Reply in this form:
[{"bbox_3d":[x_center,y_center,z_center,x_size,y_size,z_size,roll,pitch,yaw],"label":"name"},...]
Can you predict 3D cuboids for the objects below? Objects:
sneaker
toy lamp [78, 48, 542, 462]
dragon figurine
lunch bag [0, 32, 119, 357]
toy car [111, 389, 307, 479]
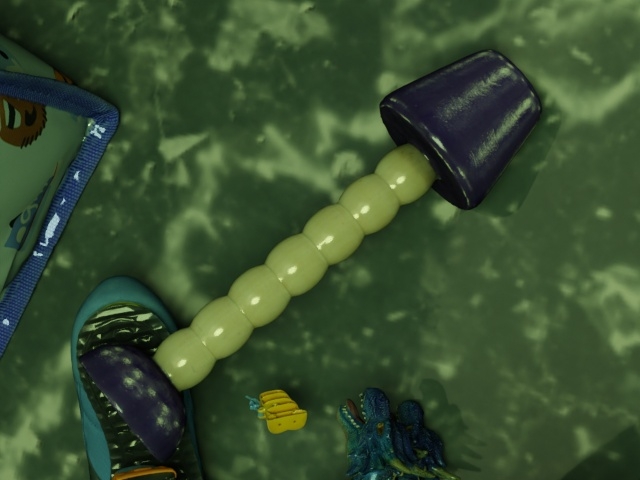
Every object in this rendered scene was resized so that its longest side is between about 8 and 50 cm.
[{"bbox_3d":[-0.102,0.122,0.875,0.069,0.082,0.209,-6,104,-6],"label":"sneaker"},{"bbox_3d":[0.000,0.000,0.797,0.274,0.080,0.080,-38,75,-8],"label":"toy lamp"},{"bbox_3d":[0.001,0.215,0.778,0.144,0.085,0.289,-21,52,36],"label":"dragon figurine"},{"bbox_3d":[-0.343,-0.085,0.792,0.328,0.385,0.239,28,97,19],"label":"lunch bag"},{"bbox_3d":[-0.063,0.127,0.824,0.122,0.040,0.060,-23,121,-11],"label":"toy car"}]
